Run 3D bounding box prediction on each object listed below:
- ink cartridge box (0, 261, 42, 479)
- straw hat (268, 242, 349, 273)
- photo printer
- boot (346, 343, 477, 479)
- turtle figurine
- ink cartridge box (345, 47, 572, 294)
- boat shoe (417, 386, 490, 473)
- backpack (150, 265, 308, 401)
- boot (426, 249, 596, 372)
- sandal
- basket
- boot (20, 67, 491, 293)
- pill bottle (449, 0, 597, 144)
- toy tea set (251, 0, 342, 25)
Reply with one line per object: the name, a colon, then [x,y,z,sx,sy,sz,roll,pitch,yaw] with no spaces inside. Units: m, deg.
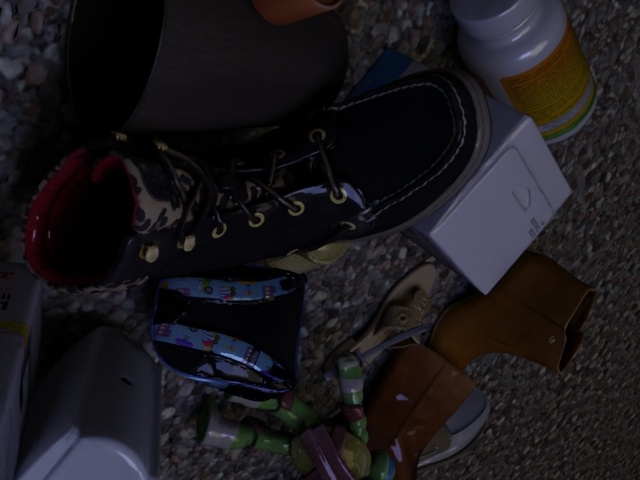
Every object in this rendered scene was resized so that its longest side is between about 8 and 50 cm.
ink cartridge box: [-0.337,0.121,0.614,0.202,0.278,0.117,5,115,-14]
straw hat: [0.000,0.000,1.015,0.145,0.061,0.144,-21,130,-28]
photo printer: [-0.265,0.228,0.783,0.107,0.307,0.256,39,93,-17]
boot: [0.160,0.335,1.269,0.264,0.096,0.280,39,72,-5]
turtle figurine: [-0.021,0.229,1.101,0.266,0.198,0.274,22,62,-20]
ink cartridge box: [0.141,-0.084,0.948,0.168,0.233,0.171,-51,138,0]
boat shoe: [0.171,0.328,1.353,0.302,0.113,0.103,-27,138,-22]
backpack: [-0.115,0.102,0.930,0.173,0.117,0.158,11,70,-18]
boot: [0.298,0.157,1.270,0.104,0.211,0.295,7,114,-42]
sandal: [0.115,0.144,1.201,0.240,0.079,0.088,-43,138,-8]
basket: [-0.095,-0.186,0.743,0.227,0.154,0.204,-1,110,-45]
boot: [-0.063,-0.049,0.714,0.284,0.377,0.138,-9,83,-50]
pill bottle: [0.257,-0.240,1.010,0.136,0.136,0.246,-50,138,-1]
toy tea set: [-0.072,-0.320,0.599,0.336,0.124,0.200,33,52,-39]
